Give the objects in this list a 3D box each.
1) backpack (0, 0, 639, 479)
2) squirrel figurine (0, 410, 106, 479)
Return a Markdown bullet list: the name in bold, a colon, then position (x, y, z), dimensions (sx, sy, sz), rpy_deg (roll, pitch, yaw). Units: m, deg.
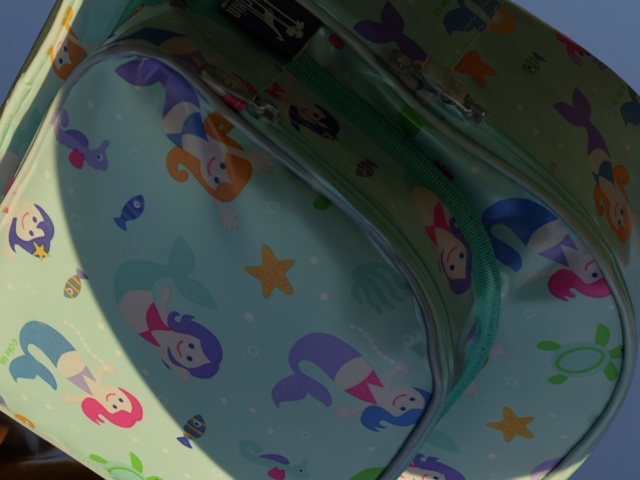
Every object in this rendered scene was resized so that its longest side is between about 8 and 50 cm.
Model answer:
- **backpack**: position (0.000, 0.000, 0.724), dimensions (0.253, 0.225, 0.191), rpy_deg (32, -140, -6)
- **squirrel figurine**: position (-0.072, 0.289, 0.968), dimensions (0.370, 0.281, 0.397), rpy_deg (21, 169, 46)
